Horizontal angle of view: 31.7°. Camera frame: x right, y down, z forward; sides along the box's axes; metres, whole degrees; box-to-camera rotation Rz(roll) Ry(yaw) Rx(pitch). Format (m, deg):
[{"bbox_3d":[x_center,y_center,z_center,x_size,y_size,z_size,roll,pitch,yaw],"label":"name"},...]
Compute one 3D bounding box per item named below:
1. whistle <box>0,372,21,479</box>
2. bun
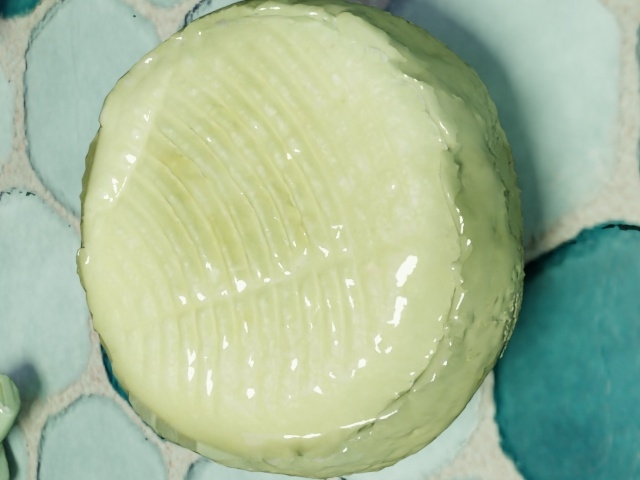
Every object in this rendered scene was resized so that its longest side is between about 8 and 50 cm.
[{"bbox_3d":[-0.310,0.186,0.913,0.102,0.106,0.253,51,124,2],"label":"whistle"},{"bbox_3d":[0.000,0.000,0.614,0.259,0.152,0.259,-1,89,27],"label":"bun"}]
